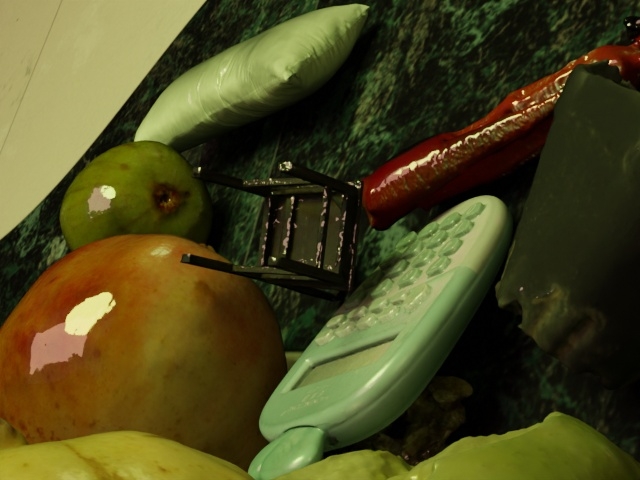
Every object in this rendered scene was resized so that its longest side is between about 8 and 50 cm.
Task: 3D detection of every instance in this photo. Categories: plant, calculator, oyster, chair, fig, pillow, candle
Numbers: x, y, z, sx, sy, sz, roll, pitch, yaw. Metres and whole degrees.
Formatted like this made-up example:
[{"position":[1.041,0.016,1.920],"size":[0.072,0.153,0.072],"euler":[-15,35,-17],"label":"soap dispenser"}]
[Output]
[{"position":[0.217,-0.035,0.980],"size":[0.256,0.142,0.164],"euler":[-54,28,8],"label":"plant"},{"position":[0.044,0.074,1.145],"size":[0.295,0.042,0.184],"euler":[-52,15,-32],"label":"calculator"},{"position":[0.048,0.142,1.129],"size":[0.148,0.051,0.103],"euler":[-43,34,12],"label":"oyster"},{"position":[0.000,0.000,1.224],"size":[0.101,0.212,0.084],"euler":[0,79,38],"label":"chair"},{"position":[-0.186,-0.025,1.562],"size":[0.142,0.148,0.186],"euler":[-48,24,-14],"label":"fig"},{"position":[-0.073,-0.153,1.557],"size":[0.254,0.078,0.144],"euler":[-19,15,43],"label":"pillow"},{"position":[0.154,-0.090,1.199],"size":[0.302,0.059,0.084],"euler":[-31,-6,30],"label":"candle"}]

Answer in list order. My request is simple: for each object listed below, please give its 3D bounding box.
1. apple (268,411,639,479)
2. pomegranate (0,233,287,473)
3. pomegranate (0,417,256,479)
[{"position":[0.064,0.214,0.828],"size":[0.279,0.279,0.279],"euler":[-36,34,29],"label":"apple"},{"position":[-0.143,0.104,1.278],"size":[0.252,0.229,0.270],"euler":[-41,20,38],"label":"pomegranate"},{"position":[-0.157,0.259,1.016],"size":[0.342,0.342,0.342],"euler":[-36,34,29],"label":"pomegranate"}]
